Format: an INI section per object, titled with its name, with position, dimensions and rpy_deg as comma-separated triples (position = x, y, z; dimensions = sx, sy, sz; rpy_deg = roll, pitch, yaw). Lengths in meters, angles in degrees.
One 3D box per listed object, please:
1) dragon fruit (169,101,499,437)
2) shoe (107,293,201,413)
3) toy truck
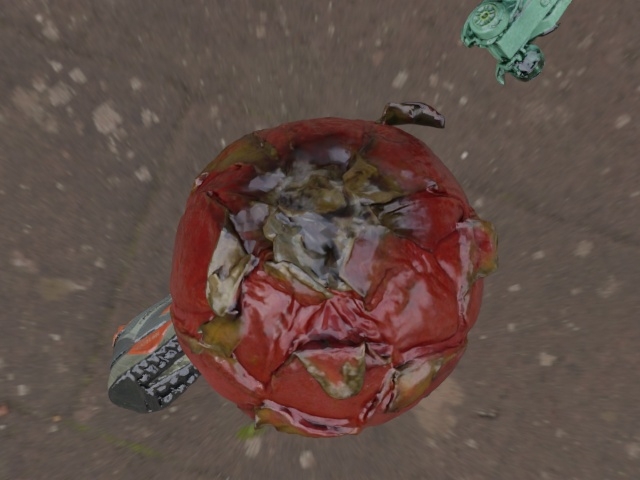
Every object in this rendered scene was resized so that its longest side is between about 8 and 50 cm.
[dragon fruit]
position = -0.002, 0.004, 0.997
dimensions = 0.224, 0.148, 0.218
rpy_deg = -22, 70, 2
[shoe]
position = -0.096, 0.061, 1.279
dimensions = 0.194, 0.074, 0.077
rpy_deg = -34, 42, 15
[toy truck]
position = 0.167, -0.206, 1.251
dimensions = 0.154, 0.080, 0.078
rpy_deg = -52, 44, -2
